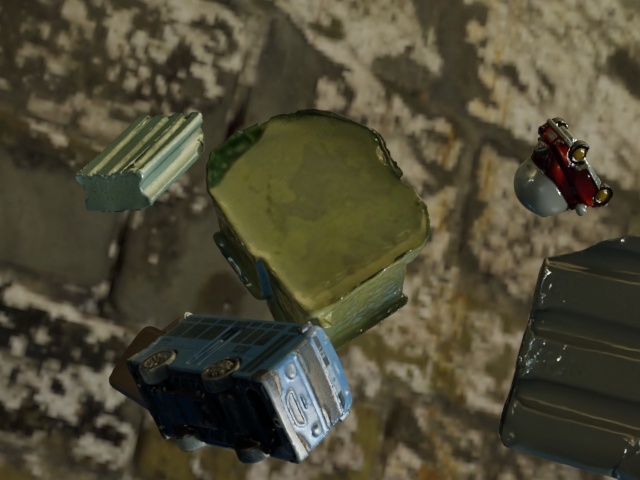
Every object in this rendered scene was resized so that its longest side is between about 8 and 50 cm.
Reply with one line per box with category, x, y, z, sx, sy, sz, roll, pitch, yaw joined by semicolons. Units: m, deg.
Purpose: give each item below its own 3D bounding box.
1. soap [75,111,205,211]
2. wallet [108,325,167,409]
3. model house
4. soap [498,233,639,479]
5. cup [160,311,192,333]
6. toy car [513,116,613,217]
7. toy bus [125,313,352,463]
soap;-0.248;-0.113;1.897;0.114;0.198;0.063;-1;119;26
wallet;-0.229;0.192;1.945;0.152;0.118;0.039;22;162;38
model house;0.000;0.000;1.986;0.321;0.261;0.266;52;163;23
soap;0.501;0.177;1.876;0.435;0.350;0.213;10;177;23
cup;-0.224;0.180;2.137;0.099;0.074;0.102;-35;115;11
toy car;0.314;-0.087;1.814;0.112;0.112;0.139;-34;132;4
toy bus;-0.082;0.150;1.414;0.234;0.133;0.116;1;120;47
